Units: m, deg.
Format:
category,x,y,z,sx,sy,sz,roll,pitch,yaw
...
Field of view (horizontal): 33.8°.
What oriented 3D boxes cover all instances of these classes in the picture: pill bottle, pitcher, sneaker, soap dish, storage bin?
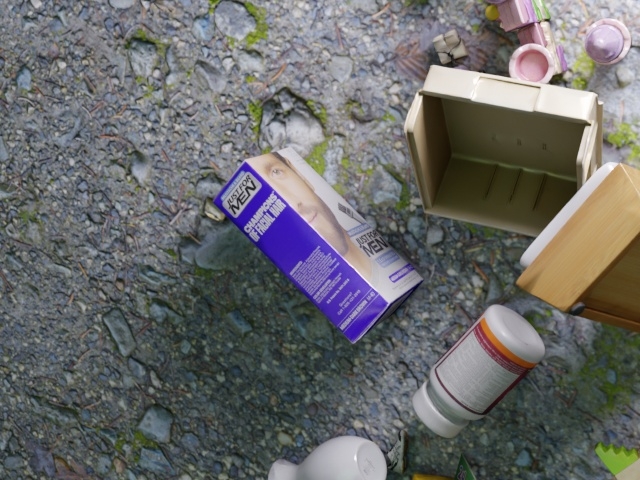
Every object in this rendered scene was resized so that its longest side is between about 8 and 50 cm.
category,x,y,z,sx,sy,sz,roll,pitch,yaw
pill bottle,0.258,0.220,1.749,0.121,0.121,0.221,44,115,10
pitcher,0.032,0.447,1.914,0.207,0.125,0.178,-27,110,37
sneaker,0.136,0.378,1.888,0.037,0.032,0.083,9,104,22
soap dish,0.452,0.024,1.527,0.229,0.291,0.118,-53,46,24
storage bin,0.281,-0.127,1.581,0.262,0.260,0.123,14,66,21

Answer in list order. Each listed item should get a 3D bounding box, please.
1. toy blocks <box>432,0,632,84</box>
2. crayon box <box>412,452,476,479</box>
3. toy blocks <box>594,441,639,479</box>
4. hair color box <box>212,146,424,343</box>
category,x,y,z,sx,sy,sz,roll,pitch,yaw
toy blocks,0.269,-0.349,1.542,0.309,0.260,0.288,-17,95,26
crayon box,0.193,0.548,1.802,0.083,0.203,0.323,10,107,-11
toy blocks,0.644,0.394,1.599,0.261,0.191,0.381,-39,79,14
hair color box,0.000,0.000,1.782,0.339,0.185,0.110,43,115,9
